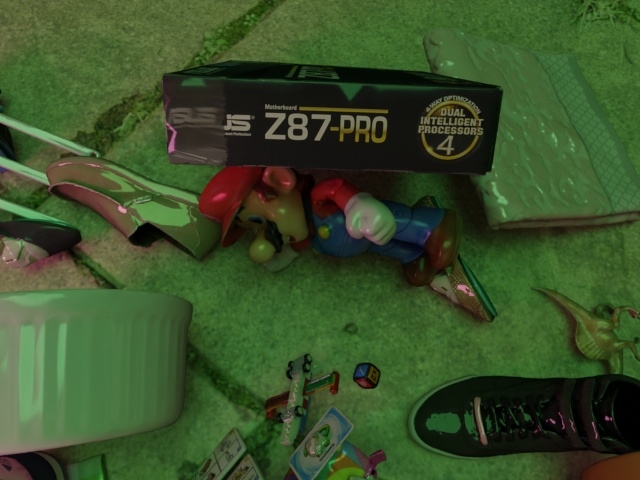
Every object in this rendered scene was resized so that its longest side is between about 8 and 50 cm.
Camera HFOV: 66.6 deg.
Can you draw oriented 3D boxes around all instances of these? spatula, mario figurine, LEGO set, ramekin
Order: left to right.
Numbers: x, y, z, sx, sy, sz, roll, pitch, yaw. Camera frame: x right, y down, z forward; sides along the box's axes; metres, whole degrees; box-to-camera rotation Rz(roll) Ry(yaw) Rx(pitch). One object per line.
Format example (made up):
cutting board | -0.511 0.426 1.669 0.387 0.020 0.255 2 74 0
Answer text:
spatula | -0.459 -0.118 0.700 0.242 0.019 0.168 22 73 -19
ramekin | -0.278 0.143 0.525 0.277 0.277 0.135 -6 75 -5
LEGO set | -0.030 0.229 0.558 0.244 0.182 0.060 -49 115 -10
mario figurine | 0.000 0.000 0.619 0.321 0.198 0.170 15 32 -1

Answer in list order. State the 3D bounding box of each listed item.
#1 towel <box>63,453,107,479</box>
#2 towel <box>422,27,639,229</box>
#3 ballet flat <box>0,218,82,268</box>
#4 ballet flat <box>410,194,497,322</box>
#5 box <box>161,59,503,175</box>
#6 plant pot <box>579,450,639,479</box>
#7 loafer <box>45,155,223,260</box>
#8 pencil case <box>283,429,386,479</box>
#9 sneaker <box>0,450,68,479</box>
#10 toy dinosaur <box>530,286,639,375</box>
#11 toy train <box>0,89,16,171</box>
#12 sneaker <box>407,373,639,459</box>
towel | -0.323 0.333 0.571 0.152 0.023 0.113 -18 70 -10
towel | 0.333 -0.175 0.749 0.317 0.053 0.331 -2 65 -24
ballet flat | -0.436 0.004 0.681 0.203 0.074 0.074 7 67 7
ballet flat | 0.180 0.032 0.708 0.067 0.073 0.206 -28 66 16
box | 0.010 -0.176 0.634 0.318 0.395 0.097 1 112 0
plant pot | 0.393 0.336 0.481 0.291 0.291 0.203 6 51 0
loafer | -0.264 -0.043 0.689 0.269 0.102 0.092 15 70 1
pencil case | -0.018 0.318 0.518 0.104 0.104 0.236 27 53 9
sneaker | -0.338 0.375 0.469 0.112 0.131 0.319 -3 66 -6
toy dinosaur | 0.388 0.119 0.678 0.093 0.053 0.183 -26 71 -11
toy train | -0.543 -0.181 0.751 0.105 0.080 0.184 -16 69 -18
sneaker | 0.259 0.206 0.585 0.296 0.147 0.104 -2 69 -2
